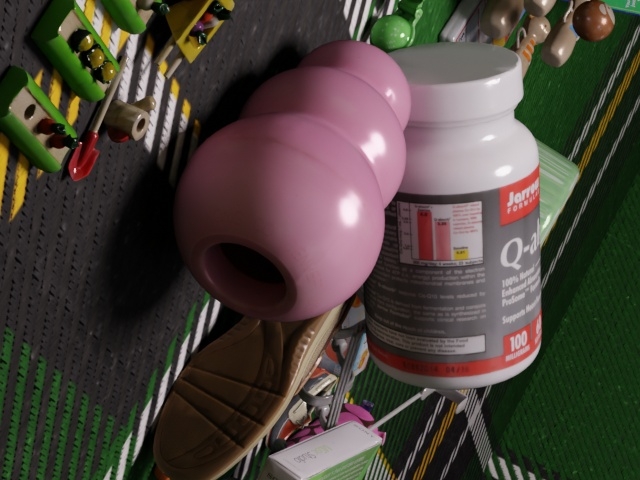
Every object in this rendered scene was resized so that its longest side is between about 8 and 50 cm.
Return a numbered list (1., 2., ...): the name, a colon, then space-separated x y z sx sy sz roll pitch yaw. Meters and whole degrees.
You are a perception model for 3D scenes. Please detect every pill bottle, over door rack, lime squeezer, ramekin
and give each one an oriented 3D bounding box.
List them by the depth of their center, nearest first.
1. lime squeezer: 0.078 -0.256 1.684 0.110 0.059 0.310 -36 147 -56
2. pill bottle: 0.148 -0.030 1.695 0.210 0.210 0.363 -39 131 -53
3. over door rack: 0.085 0.153 1.963 0.324 0.108 0.239 -15 133 -40
4. ramekin: 0.271 -0.026 2.255 0.303 0.148 0.303 -60 173 -12

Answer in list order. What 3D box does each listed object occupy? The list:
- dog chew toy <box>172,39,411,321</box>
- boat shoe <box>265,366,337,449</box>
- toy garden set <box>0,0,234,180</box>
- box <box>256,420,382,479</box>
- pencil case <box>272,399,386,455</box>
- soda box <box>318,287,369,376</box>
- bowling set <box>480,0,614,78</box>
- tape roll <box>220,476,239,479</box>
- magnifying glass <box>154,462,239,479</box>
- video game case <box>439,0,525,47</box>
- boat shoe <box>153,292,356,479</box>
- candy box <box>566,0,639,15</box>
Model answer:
1. dog chew toy: -0.009 -0.077 1.472 0.206 0.207 0.332 94 20 -47
2. boat shoe: -0.028 0.234 2.031 0.137 0.043 0.049 -56 161 -22
3. toy garden set: -0.152 -0.155 1.196 0.244 0.049 0.204 -61 161 -13
4. box: -0.058 0.384 1.825 0.322 0.058 0.232 -62 159 17
5. pencil case: 0.011 0.306 2.143 0.209 0.098 0.095 -30 141 -59
6. soda box: 0.050 0.101 2.052 0.063 0.058 0.183 -29 139 -61
7. bowling set: 0.316 -0.323 1.950 0.154 0.200 0.287 -59 148 -25
8. tape roll: -0.142 0.410 1.862 0.219 0.072 0.219 -47 157 -27
9. magnifying glass: -0.143 0.267 1.791 0.092 0.026 0.231 -66 161 5
10. video game case: 0.248 -0.332 2.096 0.285 0.025 0.204 -57 160 -22
11. boat shoe: -0.059 0.143 1.688 0.342 0.123 0.123 -58 157 -16
12. candy box: 0.502 -0.398 2.202 0.268 0.317 0.122 -35 136 -68
